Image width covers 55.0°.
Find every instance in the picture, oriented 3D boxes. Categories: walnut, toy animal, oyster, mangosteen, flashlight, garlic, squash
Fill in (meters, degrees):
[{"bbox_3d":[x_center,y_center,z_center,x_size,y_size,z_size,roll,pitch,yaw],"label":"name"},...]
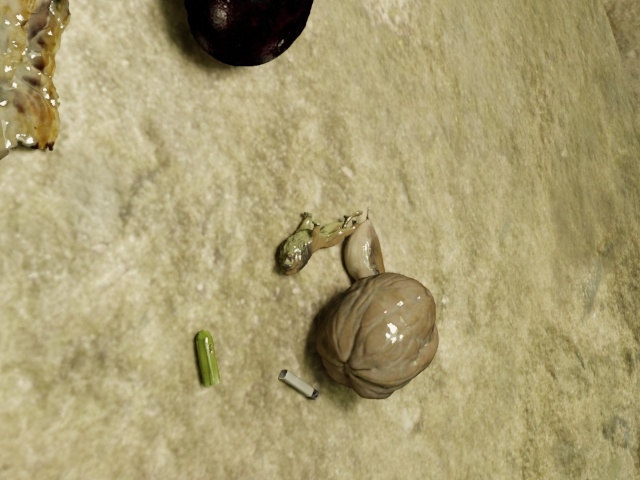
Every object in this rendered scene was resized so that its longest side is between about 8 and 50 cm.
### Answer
[{"bbox_3d":[0.104,0.161,1.075,0.224,0.224,0.224,5,82,-41],"label":"walnut"},{"bbox_3d":[0.001,-0.017,1.086,0.219,0.069,0.086,-29,126,-34],"label":"toy animal"},{"bbox_3d":[-0.390,-0.259,0.734,0.201,0.107,0.355,9,80,-45],"label":"oyster"},{"bbox_3d":[-0.132,-0.388,0.928,0.250,0.211,0.211,41,55,4],"label":"mangosteen"},{"bbox_3d":[-0.036,0.248,1.054,0.083,0.018,0.018,42,59,-31],"label":"flashlight"},{"bbox_3d":[0.079,0.024,1.156,0.084,0.066,0.152,-49,124,-64],"label":"garlic"},{"bbox_3d":[-0.172,0.177,0.934,0.027,0.027,0.083,-13,94,-42],"label":"squash"}]
